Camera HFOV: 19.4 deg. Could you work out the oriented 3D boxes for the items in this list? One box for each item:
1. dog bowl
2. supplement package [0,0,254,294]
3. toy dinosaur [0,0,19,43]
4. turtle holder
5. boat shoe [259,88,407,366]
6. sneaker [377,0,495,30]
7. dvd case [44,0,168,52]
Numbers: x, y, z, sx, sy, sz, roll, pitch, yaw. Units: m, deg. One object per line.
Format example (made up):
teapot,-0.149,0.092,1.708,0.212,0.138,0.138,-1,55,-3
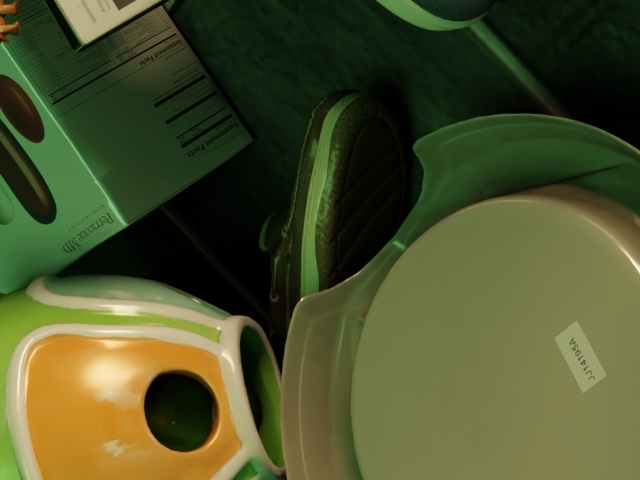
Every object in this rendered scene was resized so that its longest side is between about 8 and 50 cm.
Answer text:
dog bowl,0.135,0.099,1.148,0.349,0.102,0.348,-5,83,41
supplement package,-0.200,-0.088,1.354,0.194,0.149,0.203,-32,94,45
toy dinosaur,-0.188,-0.272,1.171,0.164,0.218,0.322,8,80,52
turtle holder,-0.134,0.150,1.307,0.227,0.243,0.320,-16,146,9
boat shoe,-0.005,0.004,1.301,0.095,0.095,0.257,27,131,31
sneaker,0.057,-0.286,1.040,0.148,0.131,0.350,-3,115,44
dvd case,-0.091,-0.247,1.116,0.179,0.239,0.029,60,161,-9
